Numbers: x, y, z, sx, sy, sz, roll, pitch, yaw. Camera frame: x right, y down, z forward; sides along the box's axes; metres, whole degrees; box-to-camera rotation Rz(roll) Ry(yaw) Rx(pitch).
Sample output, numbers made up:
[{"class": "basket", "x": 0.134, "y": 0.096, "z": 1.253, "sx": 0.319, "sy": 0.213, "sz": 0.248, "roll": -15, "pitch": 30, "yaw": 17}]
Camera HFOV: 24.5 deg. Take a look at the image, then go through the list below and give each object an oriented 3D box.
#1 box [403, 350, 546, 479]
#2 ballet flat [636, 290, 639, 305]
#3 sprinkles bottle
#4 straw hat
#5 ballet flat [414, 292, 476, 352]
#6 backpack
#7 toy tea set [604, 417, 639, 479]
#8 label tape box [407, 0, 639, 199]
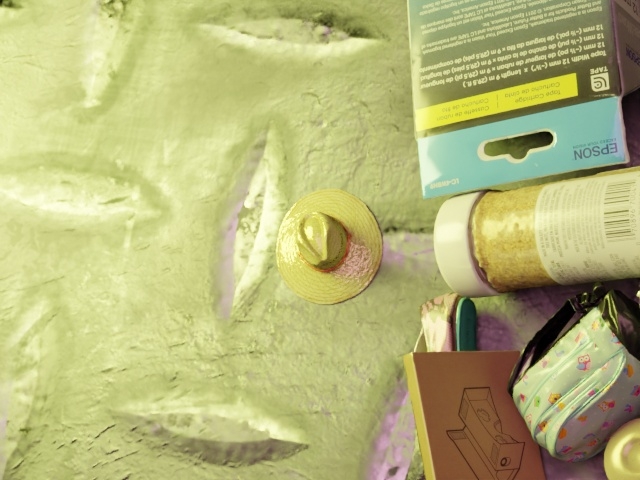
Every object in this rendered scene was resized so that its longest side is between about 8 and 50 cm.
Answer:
[{"class": "box", "x": 0.174, "y": 0.219, "z": 1.606, "sx": 0.021, "sy": 0.164, "sz": 0.201, "roll": -29, "pitch": 66, "yaw": 49}, {"class": "ballet flat", "x": 0.501, "y": 0.122, "z": 1.405, "sx": 0.409, "sy": 0.147, "sz": 0.147, "roll": 22, "pitch": 84, "yaw": 23}, {"class": "sprinkles bottle", "x": 0.297, "y": -0.013, "z": 1.575, "sx": 0.355, "sy": 0.121, "sz": 0.121, "roll": -8, "pitch": 73, "yaw": 38}, {"class": "straw hat", "x": 0.000, "y": 0.000, "z": 1.759, "sx": 0.145, "sy": 0.061, "sz": 0.144, "roll": -4, "pitch": 75, "yaw": 16}, {"class": "ballet flat", "x": 0.143, "y": 0.169, "z": 1.673, "sx": 0.079, "sy": 0.077, "sz": 0.221, "roll": -16, "pitch": 66, "yaw": 32}, {"class": "backpack", "x": 0.292, "y": 0.149, "z": 1.586, "sx": 0.182, "sy": 0.152, "sz": 0.115, "roll": -45, "pitch": 43, "yaw": 17}, {"class": "toy tea set", "x": 0.402, "y": 0.333, "z": 1.482, "sx": 0.336, "sy": 0.124, "sz": 0.200, "roll": 35, "pitch": 91, "yaw": 42}, {"class": "label tape box", "x": 0.235, "y": -0.224, "z": 1.691, "sx": 0.249, "sy": 0.115, "sz": 0.347, "roll": -11, "pitch": 75, "yaw": 29}]
